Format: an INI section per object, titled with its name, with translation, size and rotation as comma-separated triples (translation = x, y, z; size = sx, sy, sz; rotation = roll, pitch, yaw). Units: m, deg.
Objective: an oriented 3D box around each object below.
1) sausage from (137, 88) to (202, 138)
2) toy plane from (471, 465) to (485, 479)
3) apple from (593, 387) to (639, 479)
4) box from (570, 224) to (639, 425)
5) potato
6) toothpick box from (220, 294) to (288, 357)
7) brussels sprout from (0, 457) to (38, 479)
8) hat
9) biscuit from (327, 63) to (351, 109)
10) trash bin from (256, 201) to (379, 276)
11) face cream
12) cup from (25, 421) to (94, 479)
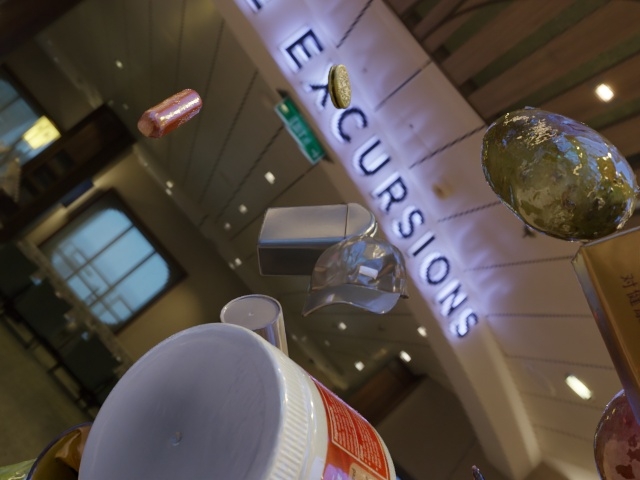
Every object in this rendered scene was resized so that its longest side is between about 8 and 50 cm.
[sausage]
translation = -0.214, -0.178, 1.185
size = 0.039, 0.131, 0.041
rotation = 42, -55, -2
[toy plane]
translation = 0.251, 0.387, 1.193
size = 0.061, 0.130, 0.189
rotation = 48, -12, 50
[apple]
translation = 0.666, 0.401, 1.554
size = 0.344, 0.345, 0.269
rotation = 51, -20, -12
[box]
translation = 0.591, 0.068, 1.131
size = 0.116, 0.416, 0.264
rotation = 59, 12, -73
[potato]
translation = 0.368, -0.108, 1.318
size = 0.307, 0.210, 0.173
rotation = -124, -138, -55
[toothpick box]
translation = -0.111, 0.198, 1.454
size = 0.111, 0.111, 0.180
rotation = 36, -40, 48
[brussels sprout]
translation = -0.525, 0.524, 1.420
size = 0.281, 0.355, 0.289
rotation = 51, -15, -6
[hat]
translation = 0.047, 0.049, 1.282
size = 0.173, 0.166, 0.144
rotation = 40, 50, -76
[biscuit]
translation = 0.036, -0.282, 1.536
size = 0.023, 0.084, 0.084
rotation = -4, -37, 19
[trash bin]
translation = 0.000, 0.000, 1.681
size = 0.176, 0.236, 0.101
rotation = -81, 169, -57
[face cream]
translation = -0.062, 0.196, 0.688
size = 0.201, 0.201, 0.187
rotation = 36, -7, 47
[cup]
translation = -0.269, 0.423, 1.202
size = 0.255, 0.178, 0.256
rotation = 56, 1, 41
